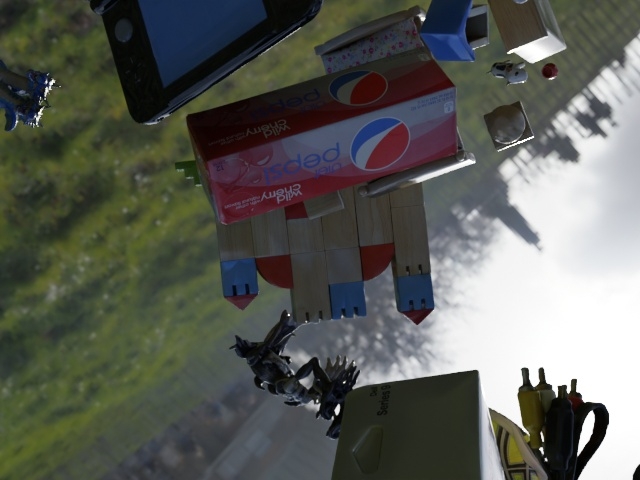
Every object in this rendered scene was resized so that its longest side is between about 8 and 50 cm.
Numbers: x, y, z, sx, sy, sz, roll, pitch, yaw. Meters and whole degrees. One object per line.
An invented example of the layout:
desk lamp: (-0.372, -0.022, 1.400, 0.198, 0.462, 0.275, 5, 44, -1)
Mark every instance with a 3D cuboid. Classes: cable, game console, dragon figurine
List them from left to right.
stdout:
dragon figurine: (-0.451, -0.210, 1.634, 0.085, 0.144, 0.289, -59, -165, -11)
game console: (-0.180, -0.297, 1.217, 0.293, 0.250, 0.173, -28, 162, 34)
cable: (0.326, 0.321, 1.592, 0.072, 0.139, 0.287, -13, -114, 62)

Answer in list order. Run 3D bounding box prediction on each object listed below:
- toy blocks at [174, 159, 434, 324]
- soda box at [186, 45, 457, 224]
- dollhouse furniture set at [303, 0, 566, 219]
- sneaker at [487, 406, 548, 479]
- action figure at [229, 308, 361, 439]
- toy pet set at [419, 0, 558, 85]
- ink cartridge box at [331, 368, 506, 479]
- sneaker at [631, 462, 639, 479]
toy blocks: (0.000, 0.000, 1.603, 0.381, 0.261, 0.191, -6, -179, -5)
soda box: (0.004, -0.107, 1.163, 0.263, 0.092, 0.083, -18, -136, -10)
dollhouse furniture set: (0.078, -0.222, 1.307, 0.355, 0.303, 0.174, -21, 175, 18)
sneaker: (0.266, 0.385, 1.654, 0.147, 0.384, 0.145, -20, 149, -48)
action figure: (-0.023, 0.191, 1.750, 0.141, 0.164, 0.276, -46, -141, -13)
toy pet set: (0.157, -0.207, 1.071, 0.114, 0.122, 0.065, 9, -158, 37)
ink cartridge box: (0.104, 0.284, 0.941, 0.121, 0.289, 0.211, -12, -155, 12)
sneaker: (0.519, 0.369, 1.432, 0.109, 0.286, 0.130, -49, 171, -12)
